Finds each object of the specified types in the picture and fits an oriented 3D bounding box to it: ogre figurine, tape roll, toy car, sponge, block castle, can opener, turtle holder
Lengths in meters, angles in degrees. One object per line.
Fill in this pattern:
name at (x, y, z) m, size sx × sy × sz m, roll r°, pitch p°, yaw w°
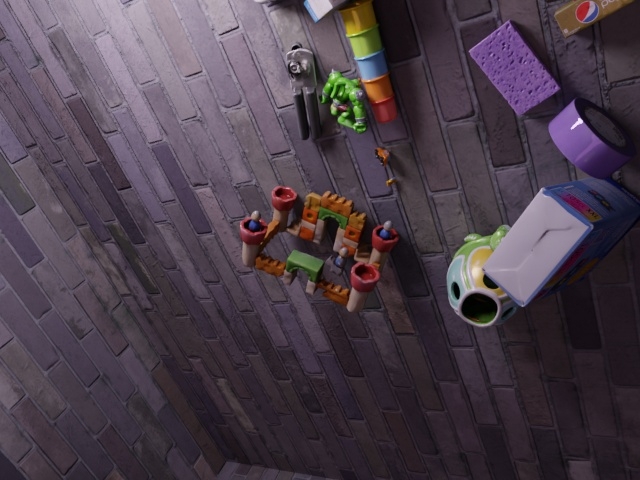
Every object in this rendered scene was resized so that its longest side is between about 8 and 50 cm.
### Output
ogre figurine at (0.068, -0.393, 1.499) m, size 0.096 × 0.197 × 0.118 m, roll -7°, pitch 139°, yaw -16°
tape roll at (0.634, -0.239, 1.257) m, size 0.189 × 0.189 × 0.080 m, roll 38°, pitch 133°, yaw -1°
toy car at (0.199, -0.227, 1.624) m, size 0.040 × 0.060 × 0.122 m, roll -28°, pitch 134°, yaw -5°
sponge at (0.476, -0.421, 1.319) m, size 0.210 × 0.031 × 0.117 m, roll 48°, pitch 132°, yaw -9°
block castle at (0.000, 0.000, 1.708) m, size 0.453 × 0.303 × 0.213 m, roll 22°, pitch 130°, yaw 12°
can opener at (-0.044, -0.436, 1.579) m, size 0.075 × 0.095 × 0.284 m, roll -3°, pitch 134°, yaw 6°
turtle holder at (0.505, 0.113, 1.561) m, size 0.243 × 0.227 × 0.320 m, roll 41°, pitch 133°, yaw -3°

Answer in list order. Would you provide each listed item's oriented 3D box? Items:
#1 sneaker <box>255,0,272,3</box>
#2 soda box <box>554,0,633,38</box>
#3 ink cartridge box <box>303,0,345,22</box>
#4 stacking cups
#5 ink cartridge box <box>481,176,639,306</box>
sneaker at (-0.075, -0.659, 1.380) m, size 0.290 × 0.123 × 0.106 m, roll 16°, pitch 96°, yaw 56°
soda box at (0.606, -0.517, 1.157) m, size 0.181 × 0.058 × 0.061 m, roll -25°, pitch 109°, yaw 38°
ink cartridge box at (0.038, -0.606, 1.315) m, size 0.062 × 0.104 × 0.181 m, roll 56°, pitch 170°, yaw -16°
stacking cups at (0.132, -0.467, 1.432) m, size 0.096 × 0.096 × 0.316 m, roll -1°, pitch 122°, yaw 30°
ink cartridge box at (0.627, -0.012, 1.342) m, size 0.151 × 0.395 × 0.270 m, roll 49°, pitch 133°, yaw 28°
